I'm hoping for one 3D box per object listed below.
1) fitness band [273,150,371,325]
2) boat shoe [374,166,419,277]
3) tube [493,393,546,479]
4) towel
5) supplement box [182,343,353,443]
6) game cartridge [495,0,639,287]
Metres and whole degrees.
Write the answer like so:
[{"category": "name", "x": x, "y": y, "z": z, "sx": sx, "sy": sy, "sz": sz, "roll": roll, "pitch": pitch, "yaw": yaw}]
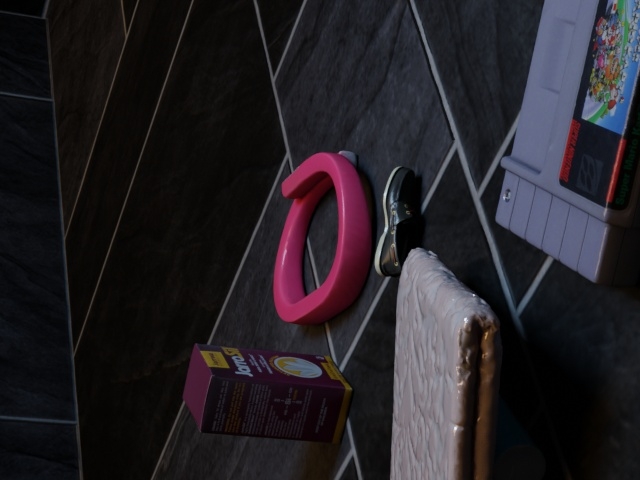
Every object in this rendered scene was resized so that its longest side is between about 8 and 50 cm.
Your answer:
[{"category": "fitness band", "x": 0.000, "y": 0.000, "z": 2.114, "sx": 0.291, "sy": 0.054, "sz": 0.209, "roll": 142, "pitch": 128, "yaw": -65}, {"category": "boat shoe", "x": 0.096, "y": -0.022, "z": 1.863, "sx": 0.042, "sy": 0.049, "sz": 0.133, "roll": -3, "pitch": 72, "yaw": 42}, {"category": "tube", "x": 0.167, "y": 0.182, "z": 1.601, "sx": 0.207, "sy": 0.052, "sz": 0.080, "roll": -122, "pitch": 49, "yaw": -68}, {"category": "towel", "x": 0.121, "y": 0.187, "z": 1.585, "sx": 0.332, "sy": 0.053, "sz": 0.317, "roll": -128, "pitch": 39, "yaw": -78}, {"category": "supplement box", "x": -0.068, "y": 0.193, "z": 2.027, "sx": 0.104, "sy": 0.188, "sz": 0.081, "roll": -130, "pitch": 50, "yaw": -64}, {"category": "game cartridge", "x": 0.254, "y": -0.156, "z": 1.448, "sx": 0.230, "sy": 0.068, "sz": 0.355, "roll": -133, "pitch": 53, "yaw": -70}]
